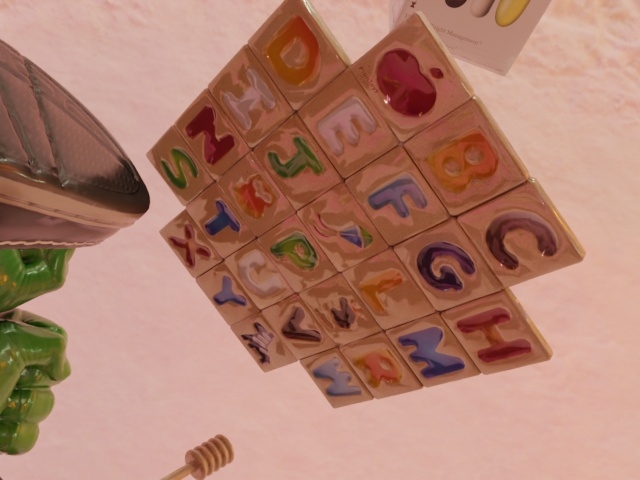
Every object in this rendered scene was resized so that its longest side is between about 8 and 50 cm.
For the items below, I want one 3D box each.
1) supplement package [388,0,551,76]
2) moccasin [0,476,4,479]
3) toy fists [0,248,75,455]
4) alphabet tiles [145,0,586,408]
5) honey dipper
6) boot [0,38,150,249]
[{"bbox_3d":[0.226,-0.386,0.894,0.194,0.203,0.149,16,42,-10],"label":"supplement package"},{"bbox_3d":[-0.203,0.297,0.415,0.380,0.139,0.147,20,48,34],"label":"moccasin"},{"bbox_3d":[-0.279,0.057,0.519,0.096,0.142,0.278,7,97,24],"label":"toy fists"},{"bbox_3d":[0.000,0.000,0.468,0.285,0.343,0.011,55,46,-5],"label":"alphabet tiles"},{"bbox_3d":[-0.143,0.214,0.527,0.161,0.030,0.030,-18,81,-47],"label":"honey dipper"},{"bbox_3d":[-0.299,0.004,0.291,0.284,0.377,0.138,-45,65,18],"label":"boot"}]
